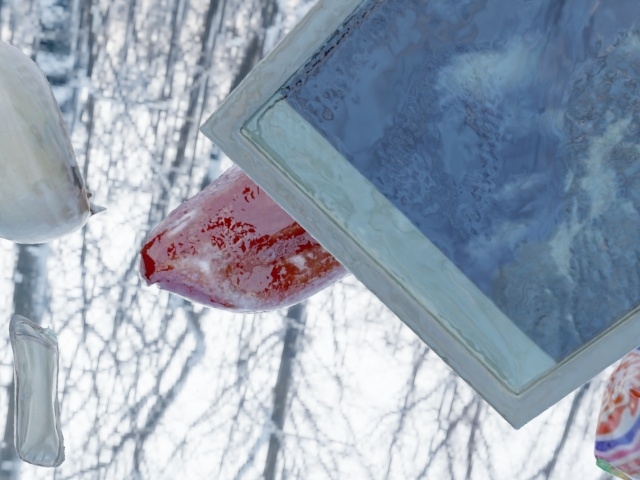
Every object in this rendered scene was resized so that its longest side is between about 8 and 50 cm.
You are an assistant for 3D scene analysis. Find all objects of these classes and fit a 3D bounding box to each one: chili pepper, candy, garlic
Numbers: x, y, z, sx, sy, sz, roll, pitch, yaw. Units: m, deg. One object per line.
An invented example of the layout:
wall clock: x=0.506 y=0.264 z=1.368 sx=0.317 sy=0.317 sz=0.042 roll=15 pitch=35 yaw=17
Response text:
chili pepper: x=-0.053 y=-0.001 z=0.981 sx=0.136 sy=0.144 sz=0.253 roll=38 pitch=-132 yaw=25
candy: x=0.386 y=0.190 z=0.866 sx=0.365 sy=0.124 sz=0.124 roll=26 pitch=-164 yaw=-2
garlic: x=-0.235 y=-0.089 z=0.853 sx=0.090 sy=0.198 sz=0.128 roll=-19 pitch=-160 yaw=10

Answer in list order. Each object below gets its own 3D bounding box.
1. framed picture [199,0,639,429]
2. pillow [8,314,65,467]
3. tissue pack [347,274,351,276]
framed picture: x=0.109 y=-0.064 z=0.439 sx=0.209 sy=0.281 sz=0.019 roll=42 pitch=-150 yaw=-7
pillow: x=-0.428 y=0.229 z=1.686 sx=0.038 sy=0.232 sz=0.130 roll=-16 pitch=155 yaw=14
tissue pack: x=0.000 y=0.000 z=1.367 sx=0.196 sy=0.092 sz=0.148 roll=-24 pitch=-167 yaw=-5
